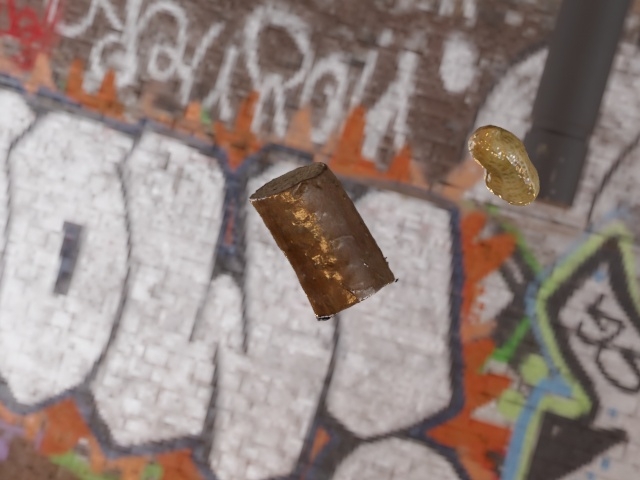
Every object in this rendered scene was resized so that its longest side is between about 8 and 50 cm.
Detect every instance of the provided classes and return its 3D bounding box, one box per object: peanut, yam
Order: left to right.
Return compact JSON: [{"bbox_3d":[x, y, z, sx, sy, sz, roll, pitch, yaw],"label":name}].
[{"bbox_3d":[0.003,-0.001,1.142,0.084,0.127,0.084,-27,-169,6],"label":"yam"},{"bbox_3d":[0.184,-0.075,1.317,0.054,0.054,0.113,17,155,44],"label":"peanut"}]
